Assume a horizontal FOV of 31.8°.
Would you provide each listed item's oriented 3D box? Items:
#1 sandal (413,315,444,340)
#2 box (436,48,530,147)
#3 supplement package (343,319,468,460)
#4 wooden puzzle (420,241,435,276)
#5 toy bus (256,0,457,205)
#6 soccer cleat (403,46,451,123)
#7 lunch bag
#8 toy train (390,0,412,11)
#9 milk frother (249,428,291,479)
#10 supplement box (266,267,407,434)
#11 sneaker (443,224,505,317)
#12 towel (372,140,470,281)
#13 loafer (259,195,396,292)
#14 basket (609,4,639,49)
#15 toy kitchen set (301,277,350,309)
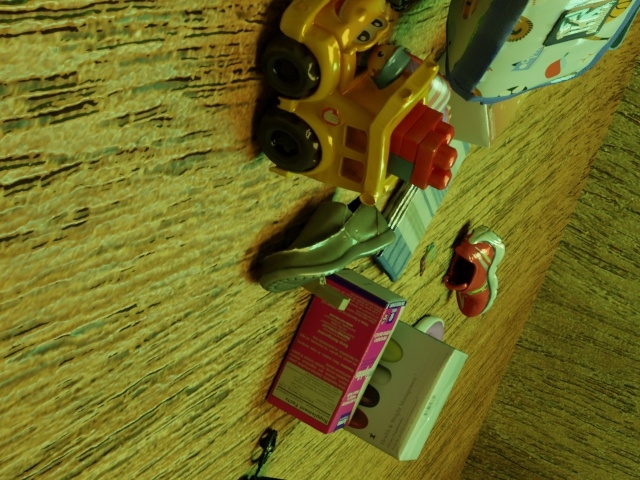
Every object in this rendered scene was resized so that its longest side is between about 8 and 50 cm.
[{"bbox_3d":[0.187,0.282,2.302,0.416,0.102,0.169,-31,144,-59],"label":"sandal"},{"bbox_3d":[0.251,-0.249,1.722,0.170,0.091,0.130,-52,145,-33],"label":"box"},{"bbox_3d":[0.096,0.219,1.801,0.194,0.203,0.149,-63,162,-2],"label":"supplement package"},{"bbox_3d":[0.207,0.035,2.172,0.049,0.006,0.083,-55,160,-24],"label":"wooden puzzle"},{"bbox_3d":[0.055,-0.146,1.174,0.149,0.211,0.220,-47,155,-37],"label":"toy bus"},{"bbox_3d":[0.130,-0.182,1.550,0.095,0.083,0.248,-57,164,-6],"label":"soccer cleat"},{"bbox_3d":[0.315,-0.381,1.419,0.385,0.239,0.328,-53,174,-32],"label":"lunch bag"},{"bbox_3d":[0.132,-0.337,1.417,0.158,0.027,0.036,-51,162,-33],"label":"toy train"},{"bbox_3d":[-0.043,0.383,1.749,0.129,0.134,0.143,-93,-160,-58],"label":"milk frother"},{"bbox_3d":[0.025,0.163,1.677,0.220,0.114,0.111,-64,163,8],"label":"supplement box"},{"bbox_3d":[0.313,0.078,2.427,0.118,0.107,0.279,-33,147,-24],"label":"sneaker"},{"bbox_3d":[0.166,-0.077,1.860,0.285,0.034,0.209,-61,162,-6],"label":"towel"},{"bbox_3d":[0.000,0.000,1.454,0.094,0.087,0.251,-22,-179,37],"label":"loafer"},{"bbox_3d":[0.479,-0.492,1.831,0.289,0.201,0.255,46,69,-38],"label":"basket"},{"bbox_3d":[0.023,0.043,1.559,0.083,0.075,0.068,-60,163,2],"label":"toy kitchen set"}]
